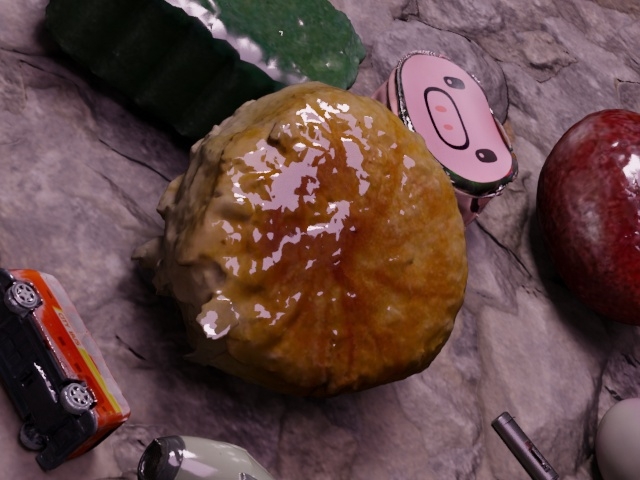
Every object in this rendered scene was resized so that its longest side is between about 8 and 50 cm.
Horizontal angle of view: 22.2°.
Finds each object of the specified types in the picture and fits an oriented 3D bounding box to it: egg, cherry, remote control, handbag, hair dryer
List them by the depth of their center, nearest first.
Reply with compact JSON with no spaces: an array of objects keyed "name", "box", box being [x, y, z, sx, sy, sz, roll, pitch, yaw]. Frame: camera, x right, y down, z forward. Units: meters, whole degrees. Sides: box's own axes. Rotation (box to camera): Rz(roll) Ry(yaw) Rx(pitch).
[{"name":"hair dryer","box":[-0.054,0.282,1.411,0.219,0.088,0.225,8,66,-41]},{"name":"remote control","box":[0.219,0.220,1.725,0.034,0.016,0.091,-31,79,-44]},{"name":"egg","box":[0.351,0.234,1.758,0.103,0.103,0.135,1,55,-40]},{"name":"handbag","box":[0.118,-0.099,1.825,0.179,0.116,0.205,3,55,-40]},{"name":"cherry","box":[0.367,-0.025,1.911,0.230,0.203,0.300,25,52,-33]}]

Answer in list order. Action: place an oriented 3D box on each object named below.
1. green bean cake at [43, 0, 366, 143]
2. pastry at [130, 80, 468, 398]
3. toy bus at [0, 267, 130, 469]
[{"name":"green bean cake","box":[-0.106,-0.251,1.725,0.308,0.169,0.300,36,43,-13]},{"name":"pastry","box":[0.000,0.000,1.550,0.329,0.136,0.330,2,86,-27]},{"name":"toy bus","box":[-0.233,0.102,1.396,0.077,0.079,0.174,-9,63,-53]}]
